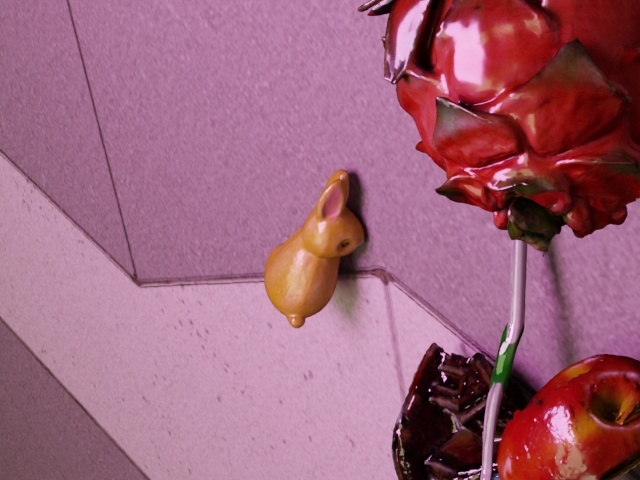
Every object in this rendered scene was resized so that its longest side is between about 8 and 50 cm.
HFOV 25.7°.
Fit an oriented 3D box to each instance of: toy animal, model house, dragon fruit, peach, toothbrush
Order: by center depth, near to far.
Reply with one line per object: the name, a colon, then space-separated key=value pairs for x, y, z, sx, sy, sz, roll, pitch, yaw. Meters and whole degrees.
dragon fruit: x=0.142 y=-0.126 z=0.883 sx=0.192 sy=0.193 sz=0.274 roll=-5 pitch=85 yaw=53
peach: x=0.194 y=0.150 z=1.066 sx=0.092 sy=0.127 sz=0.172 roll=56 pitch=145 yaw=14
toothbrush: x=0.146 y=0.085 z=1.110 sx=0.030 sy=0.030 sz=0.303 roll=18 pitch=111 yaw=50
model house: x=0.143 y=0.179 z=1.191 sx=0.152 sy=0.106 sz=0.165 roll=6 pitch=122 yaw=56
toy animal: x=0.002 y=0.003 z=1.304 sx=0.083 sy=0.070 sz=0.159 roll=-91 pitch=22 yaw=-46
